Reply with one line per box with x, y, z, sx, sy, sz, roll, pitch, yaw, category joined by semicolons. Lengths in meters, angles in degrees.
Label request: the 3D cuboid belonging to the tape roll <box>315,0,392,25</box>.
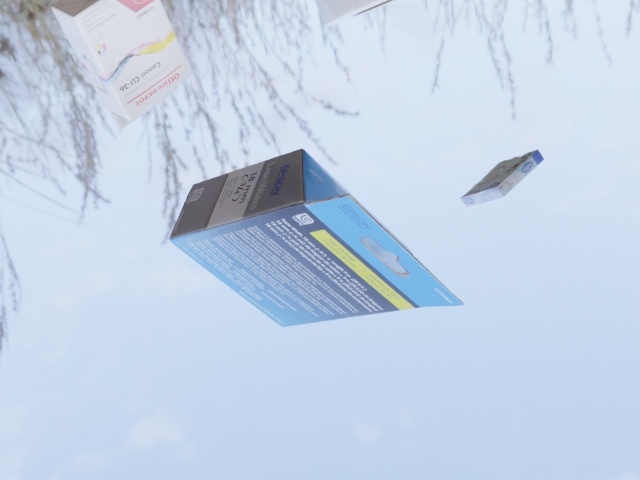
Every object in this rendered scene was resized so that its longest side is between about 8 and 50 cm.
0.092;-0.559;1.691;0.246;0.169;0.246;-22;-170;4;tape roll

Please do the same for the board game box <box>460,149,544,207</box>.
0.249;-0.085;1.145;0.090;0.020;0.090;-40;-171;-22;board game box

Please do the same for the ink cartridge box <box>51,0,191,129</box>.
-0.246;-0.242;1.085;0.115;0.198;0.067;-42;-133;-21;ink cartridge box

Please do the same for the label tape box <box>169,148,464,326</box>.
0.000;0.000;1.096;0.334;0.241;0.105;-12;-132;43;label tape box
